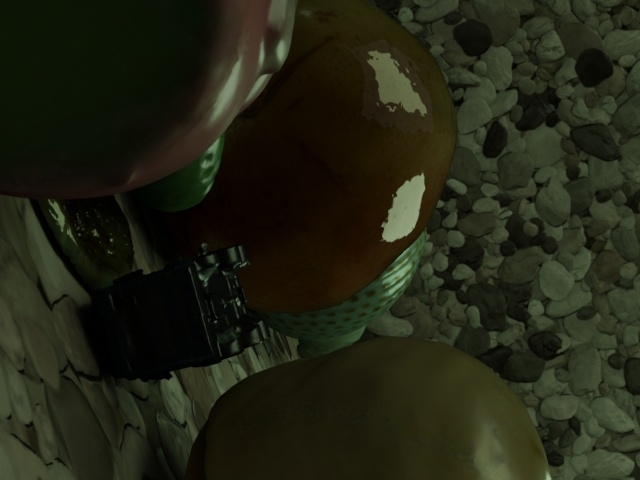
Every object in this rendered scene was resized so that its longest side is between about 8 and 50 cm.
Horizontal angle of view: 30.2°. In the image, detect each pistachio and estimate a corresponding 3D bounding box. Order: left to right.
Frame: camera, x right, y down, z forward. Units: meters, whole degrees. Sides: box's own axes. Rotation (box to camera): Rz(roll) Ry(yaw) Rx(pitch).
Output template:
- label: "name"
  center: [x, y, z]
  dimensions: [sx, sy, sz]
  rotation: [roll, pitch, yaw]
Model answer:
- label: "pistachio"
  center: [0.032, 0.186, 0.691]
  dimensions: [0.238, 0.229, 0.321]
  rotation: [21, 28, -19]

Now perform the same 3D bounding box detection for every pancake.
- label: "pancake"
  center: [-0.156, -0.022, 0.757]
  dimensions: [0.116, 0.022, 0.129]
  rotation: [68, 8, 24]

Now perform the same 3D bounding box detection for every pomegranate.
- label: "pomegranate"
  center: [-0.022, -0.085, 1.104]
  dimensions: [0.319, 0.319, 0.319]
  rotation: [-23, 90, -87]

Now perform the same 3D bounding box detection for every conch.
- label: "conch"
  center: [-0.013, -0.008, 1.408]
  dimensions: [0.215, 0.319, 0.303]
  rotation: [21, 37, -17]

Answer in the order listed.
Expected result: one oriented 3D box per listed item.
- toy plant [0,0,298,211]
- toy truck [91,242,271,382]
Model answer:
- label: "toy plant"
  center: [-0.117, -0.126, 0.636]
  dimensions: [0.356, 0.210, 0.317]
  rotation: [-108, -163, -72]
- label: "toy truck"
  center: [-0.089, 0.044, 0.783]
  dimensions: [0.201, 0.088, 0.074]
  rotation: [-16, 91, -84]
